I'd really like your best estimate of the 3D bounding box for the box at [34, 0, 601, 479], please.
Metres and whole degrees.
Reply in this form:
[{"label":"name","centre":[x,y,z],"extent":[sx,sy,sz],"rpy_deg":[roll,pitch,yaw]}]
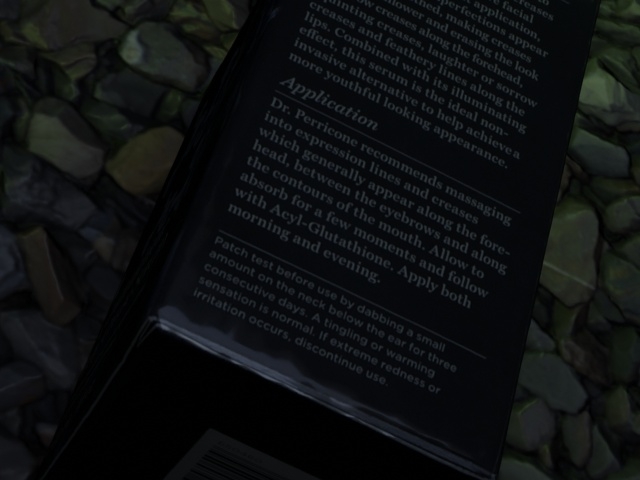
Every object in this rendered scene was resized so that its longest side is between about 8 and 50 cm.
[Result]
[{"label":"box","centre":[0.000,0.000,0.903],"extent":[0.212,0.293,0.395],"rpy_deg":[26,53,-10]}]
